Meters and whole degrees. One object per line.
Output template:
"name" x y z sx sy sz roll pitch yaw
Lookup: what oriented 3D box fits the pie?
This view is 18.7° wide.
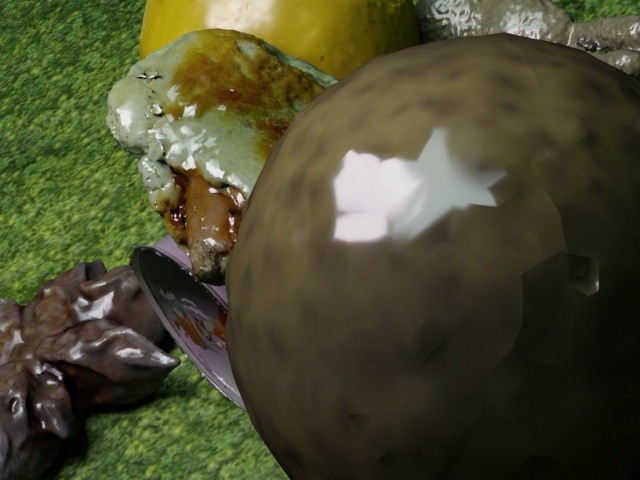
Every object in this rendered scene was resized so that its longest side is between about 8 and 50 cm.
"pie" -0.044 -0.077 1.659 0.257 0.105 0.274 -15 56 -31

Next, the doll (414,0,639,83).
"doll" 0.207 -0.209 1.913 0.286 0.091 0.203 -19 66 39

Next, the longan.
"longan" 0.120 0.041 1.419 0.391 0.391 0.391 -23 35 17

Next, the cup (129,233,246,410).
"cup" 0.000 0.000 1.755 0.288 0.203 0.203 -40 33 -20

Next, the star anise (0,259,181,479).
"star anise" -0.266 0.132 1.872 0.315 0.108 0.315 -24 26 13

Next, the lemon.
"lemon" -0.039 -0.190 1.921 0.297 0.297 0.297 -23 35 17
